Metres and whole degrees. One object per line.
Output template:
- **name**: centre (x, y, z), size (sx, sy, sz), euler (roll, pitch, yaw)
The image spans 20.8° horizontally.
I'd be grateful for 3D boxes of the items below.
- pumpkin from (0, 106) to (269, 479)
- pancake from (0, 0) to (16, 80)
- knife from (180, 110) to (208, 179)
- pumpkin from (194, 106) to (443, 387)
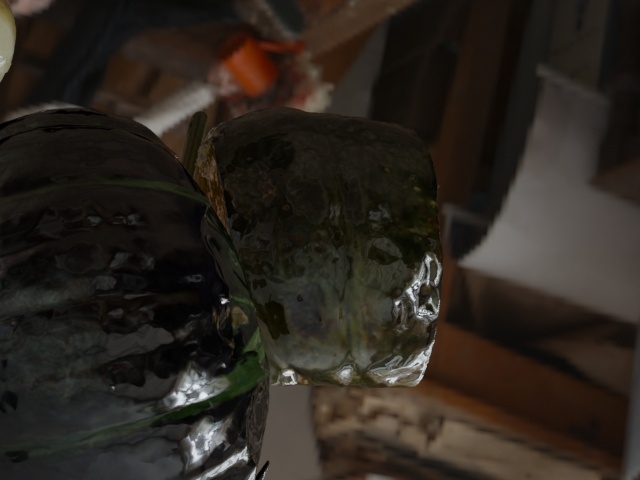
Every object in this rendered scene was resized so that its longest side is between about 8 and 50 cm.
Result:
- **pumpkin**: centre (-0.172, 0.071, 1.053), size (0.296, 0.296, 0.296), euler (9, 157, 4)
- **pancake**: centre (-0.390, -0.293, 1.594), size (0.082, 0.387, 0.387), euler (-31, 162, -15)
- **knife**: centre (-0.161, 0.009, 1.884), size (0.027, 0.343, 0.061), euler (20, 147, -16)
- **pumpkin**: centre (0.000, 0.000, 1.796), size (0.225, 0.303, 0.256), euler (-5, 120, -14)
